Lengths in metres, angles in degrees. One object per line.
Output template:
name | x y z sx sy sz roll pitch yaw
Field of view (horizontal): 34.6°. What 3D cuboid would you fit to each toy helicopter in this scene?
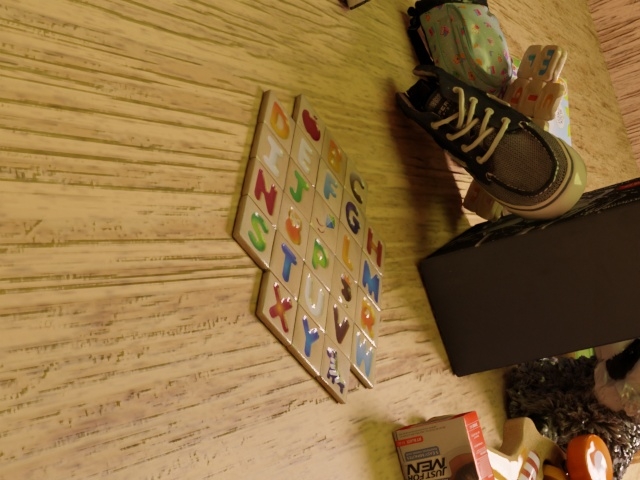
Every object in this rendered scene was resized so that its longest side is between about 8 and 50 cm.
toy helicopter | 0.245 0.336 1.351 0.355 0.140 0.235 35 52 -37

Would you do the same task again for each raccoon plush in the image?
raccoon plush | 0.497 0.299 1.622 0.446 0.299 0.216 54 33 -35

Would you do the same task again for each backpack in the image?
backpack | 0.237 -0.316 1.687 0.152 0.115 0.182 -6 77 -36

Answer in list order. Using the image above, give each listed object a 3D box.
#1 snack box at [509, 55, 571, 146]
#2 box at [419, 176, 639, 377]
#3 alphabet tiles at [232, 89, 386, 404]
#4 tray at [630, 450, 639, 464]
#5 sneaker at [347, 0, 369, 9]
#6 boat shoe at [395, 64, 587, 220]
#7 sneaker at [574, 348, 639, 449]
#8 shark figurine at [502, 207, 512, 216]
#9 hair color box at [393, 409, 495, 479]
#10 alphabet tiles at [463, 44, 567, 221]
snack box | 0.368 -0.236 1.887 0.207 0.070 0.174 13 68 -37
box | 0.366 0.038 1.490 0.312 0.343 0.179 -28 100 -65
alphabet tiles | 0.000 0.000 1.166 0.285 0.011 0.342 51 32 -36
tray | 0.689 0.249 2.164 0.076 0.203 0.410 -12 84 -64
sneaker | 0.084 -0.450 1.528 0.124 0.107 0.283 57 28 -16
boat shoe | 0.224 -0.145 1.450 0.158 0.127 0.340 29 8 -30
sneaker | 0.583 0.223 1.910 0.185 0.202 0.482 -57 140 -44
shark figurine | 0.417 0.008 1.886 0.278 0.116 0.166 57 30 -24
hair color box | 0.153 0.290 1.189 0.053 0.093 0.167 -1 74 -63
alphabet tiles | 0.302 -0.170 1.612 0.021 0.284 0.278 21 6 -12
